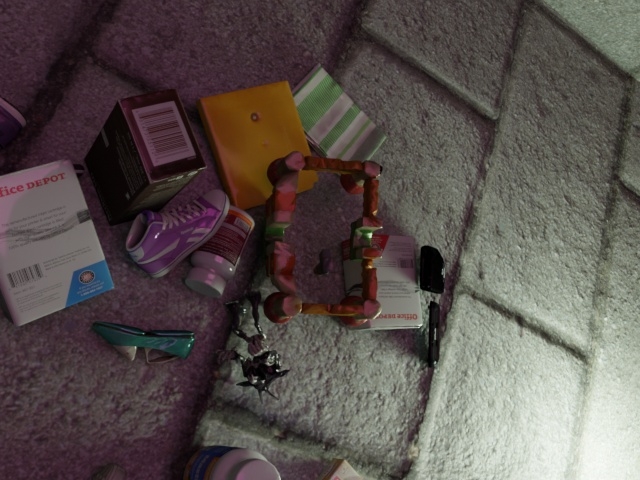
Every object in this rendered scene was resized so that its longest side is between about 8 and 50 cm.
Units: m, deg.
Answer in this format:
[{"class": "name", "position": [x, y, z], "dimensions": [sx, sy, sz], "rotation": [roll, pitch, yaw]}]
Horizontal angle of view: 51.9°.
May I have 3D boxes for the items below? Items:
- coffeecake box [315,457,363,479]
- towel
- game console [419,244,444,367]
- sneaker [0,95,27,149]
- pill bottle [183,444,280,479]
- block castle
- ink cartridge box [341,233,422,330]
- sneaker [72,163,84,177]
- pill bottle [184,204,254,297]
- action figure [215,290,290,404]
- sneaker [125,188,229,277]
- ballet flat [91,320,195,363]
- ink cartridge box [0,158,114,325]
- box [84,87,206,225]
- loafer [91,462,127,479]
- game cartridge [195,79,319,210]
[{"class": "coffeecake box", "position": [0.064, 0.696, 1.743], "dimensions": [0.185, 0.068, 0.142], "rotation": [50, 59, -10]}, {"class": "towel", "position": [0.041, -0.363, 2.030], "dimensions": [0.325, 0.038, 0.248], "rotation": [44, 59, -13]}, {"class": "game console", "position": [0.336, 0.202, 1.990], "dimensions": [0.213, 0.044, 0.361], "rotation": [21, 70, -68]}, {"class": "sneaker", "position": [-0.816, -0.316, 1.471], "dimensions": [0.283, 0.107, 0.124], "rotation": [39, 67, -16]}, {"class": "pill bottle", "position": [-0.200, 0.550, 1.502], "dimensions": [0.152, 0.272, 0.152], "rotation": [9, 72, -29]}, {"class": "block castle", "position": [0.000, 0.000, 1.764], "dimensions": [0.303, 0.213, 0.453], "rotation": [3, 82, -17]}, {"class": "ink cartridge box", "position": [0.180, 0.127, 1.936], "dimensions": [0.197, 0.114, 0.273], "rotation": [3, 75, -31]}, {"class": "sneaker", "position": [-0.657, -0.107, 1.536], "dimensions": [0.234, 0.084, 0.097], "rotation": [-28, 112, -31]}, {"class": "pill bottle", "position": [-0.261, 0.027, 1.696], "dimensions": [0.121, 0.121, 0.221], "rotation": [30, 63, -21]}, {"class": "action figure", "position": [-0.180, 0.276, 1.660], "dimensions": [0.141, 0.164, 0.276], "rotation": [11, 61, -60]}, {"class": "sneaker", "position": [-0.348, -0.048, 1.601], "dimensions": [0.282, 0.102, 0.161], "rotation": [-48, 143, -16]}, {"class": "ballet flat", "position": [-0.422, 0.248, 1.569], "dimensions": [0.247, 0.083, 0.087], "rotation": [11, 86, -26]}, {"class": "ink cartridge box", "position": [-0.620, -0.003, 1.439], "dimensions": [0.223, 0.129, 0.307], "rotation": [-23, 107, -32]}, {"class": "box", "position": [-0.413, -0.179, 1.506], "dimensions": [0.143, 0.381, 0.191], "rotation": [-21, 88, -31]}, {"class": "loafer", "position": [-0.490, 0.643, 1.409], "dimensions": [0.111, 0.112, 0.319], "rotation": [31, 71, -26]}, {"class": "game cartridge", "position": [-0.170, -0.267, 1.850], "dimensions": [0.285, 0.052, 0.324], "rotation": [-20, 96, -30]}]
